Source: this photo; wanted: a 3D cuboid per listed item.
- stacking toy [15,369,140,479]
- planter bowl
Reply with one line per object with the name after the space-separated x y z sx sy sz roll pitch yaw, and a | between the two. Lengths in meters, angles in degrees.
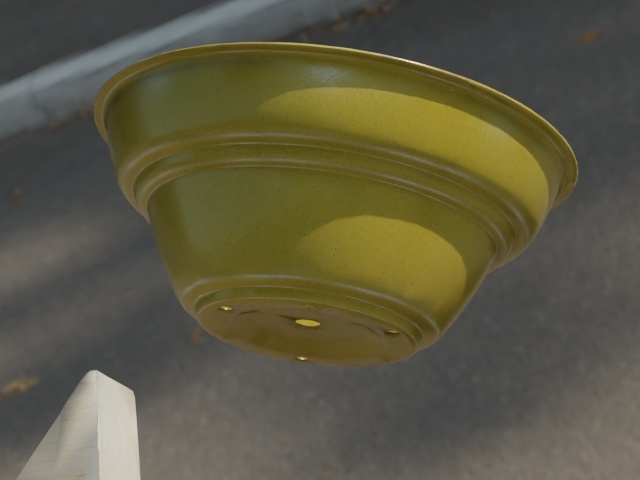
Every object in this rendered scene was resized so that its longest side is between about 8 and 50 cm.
-0.179 0.185 0.658 0.279 0.130 0.309 -46 35 16 | stacking toy
0.000 0.000 0.801 0.217 0.217 0.090 -6 65 36 | planter bowl
